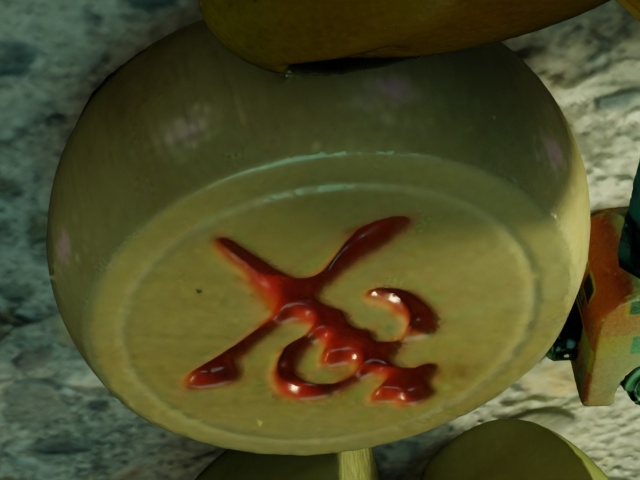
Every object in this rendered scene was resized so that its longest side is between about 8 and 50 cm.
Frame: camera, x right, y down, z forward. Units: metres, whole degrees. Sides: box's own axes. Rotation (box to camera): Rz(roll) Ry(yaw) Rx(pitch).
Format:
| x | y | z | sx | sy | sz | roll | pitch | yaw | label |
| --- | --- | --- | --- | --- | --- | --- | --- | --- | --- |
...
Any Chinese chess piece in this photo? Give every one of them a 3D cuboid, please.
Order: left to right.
| x | y | z | sx | sy | sz | roll | pitch | yaw | label |
| --- | --- | --- | --- | --- | --- | --- | --- | --- | --- |
| 0.000 | 0.000 | 0.892 | 0.251 | 0.097 | 0.251 | -5 | 141 | -4 | Chinese chess piece |

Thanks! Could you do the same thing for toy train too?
| x | y | z | sx | sy | sz | roll | pitch | yaw | label |
| --- | --- | --- | --- | --- | --- | --- | --- | --- | --- |
| 0.207 | 0.033 | 0.990 | 0.188 | 0.072 | 0.099 | -4 | 140 | -6 | toy train |

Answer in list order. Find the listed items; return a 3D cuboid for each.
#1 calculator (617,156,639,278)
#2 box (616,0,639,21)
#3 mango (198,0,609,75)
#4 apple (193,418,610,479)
| x | y | z | sx | sy | sz | roll | pitch | yaw | label |
| --- | --- | --- | --- | --- | --- | --- | --- | --- | --- |
| 0.226 | -0.110 | 0.746 | 0.248 | 0.058 | 0.274 | -31 | 148 | -29 | calculator |
| 0.165 | -0.171 | 0.559 | 0.174 | 0.274 | 0.076 | 41 | 154 | -4 | box |
| 0.053 | -0.139 | 0.719 | 0.236 | 0.136 | 0.166 | -22 | 144 | 26 | mango |
| 0.045 | 0.227 | 1.050 | 0.292 | 0.254 | 0.292 | -3 | 143 | -2 | apple |
